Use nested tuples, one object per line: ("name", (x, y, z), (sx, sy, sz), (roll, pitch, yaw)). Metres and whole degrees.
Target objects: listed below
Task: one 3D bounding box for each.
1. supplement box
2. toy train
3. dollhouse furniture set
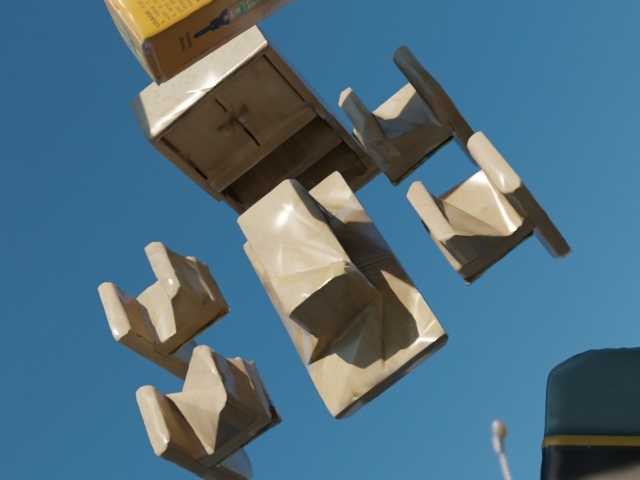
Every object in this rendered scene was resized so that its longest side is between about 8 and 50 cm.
("supplement box", (-0.053, -0.221, 0.801), (0.233, 0.080, 0.078), (-37, -15, -10))
("toy train", (0.211, 0.196, 0.624), (0.334, 0.142, 0.190), (46, -134, -53))
("dollhouse furniture set", (0.000, 0.000, 1.011), (0.362, 0.394, 0.256), (-38, -41, 9))
